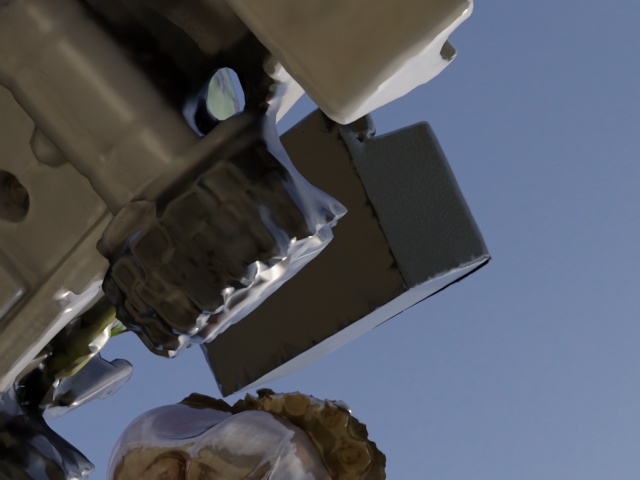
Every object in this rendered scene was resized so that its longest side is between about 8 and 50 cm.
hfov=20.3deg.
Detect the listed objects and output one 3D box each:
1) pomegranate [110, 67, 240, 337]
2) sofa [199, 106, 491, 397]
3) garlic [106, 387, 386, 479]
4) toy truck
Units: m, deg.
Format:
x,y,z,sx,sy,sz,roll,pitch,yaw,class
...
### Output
x,y,z,sx,sy,sz,roll,pitch,yaw,class
-0.160,-0.045,0.995,0.254,0.270,0.254,-16,-124,24,pomegranate
0.000,0.000,0.740,0.147,0.060,0.085,-35,-101,50,sofa
-0.029,0.202,1.276,0.256,0.207,0.207,17,-74,58,garlic
-0.071,-0.017,0.468,0.136,0.111,0.286,48,-56,3,toy truck
